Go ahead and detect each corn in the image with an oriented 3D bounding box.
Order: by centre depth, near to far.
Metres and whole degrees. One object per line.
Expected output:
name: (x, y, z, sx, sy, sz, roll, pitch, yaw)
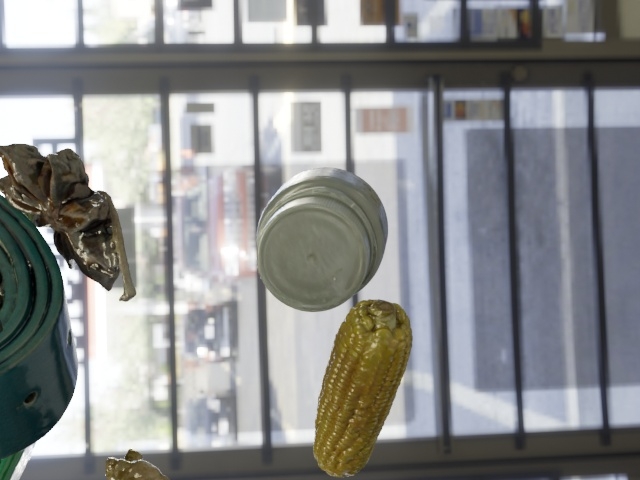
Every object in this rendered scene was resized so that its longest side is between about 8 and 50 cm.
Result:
corn: (0.060, 0.233, 1.839, 0.120, 0.120, 0.363, -100, 17, -50)

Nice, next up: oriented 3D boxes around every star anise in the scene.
star anise: (-0.299, -0.026, 1.454, 0.262, 0.081, 0.230, 36, 145, 22)

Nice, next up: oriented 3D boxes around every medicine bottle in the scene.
medicine bottle: (0.000, 0.000, 2.246, 0.306, 0.245, 0.245, -63, -26, -75)

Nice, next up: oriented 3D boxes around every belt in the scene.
belt: (-0.479, 0.080, 1.446, 0.436, 0.300, 0.173, 36, 141, 38)

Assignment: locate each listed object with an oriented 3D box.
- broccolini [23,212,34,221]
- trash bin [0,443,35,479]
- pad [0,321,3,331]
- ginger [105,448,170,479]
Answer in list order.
broccolini: (-0.422, 0.057, 1.778, 0.057, 0.071, 0.254, 8, -121, -68)
trash bin: (-0.603, 0.423, 1.844, 0.381, 0.259, 0.295, -61, 2, -13)
pad: (-0.395, 0.134, 1.150, 0.245, 0.006, 0.170, -55, -16, -32)
ginger: (-0.152, 0.317, 1.290, 0.074, 0.213, 0.137, -49, 12, 31)
